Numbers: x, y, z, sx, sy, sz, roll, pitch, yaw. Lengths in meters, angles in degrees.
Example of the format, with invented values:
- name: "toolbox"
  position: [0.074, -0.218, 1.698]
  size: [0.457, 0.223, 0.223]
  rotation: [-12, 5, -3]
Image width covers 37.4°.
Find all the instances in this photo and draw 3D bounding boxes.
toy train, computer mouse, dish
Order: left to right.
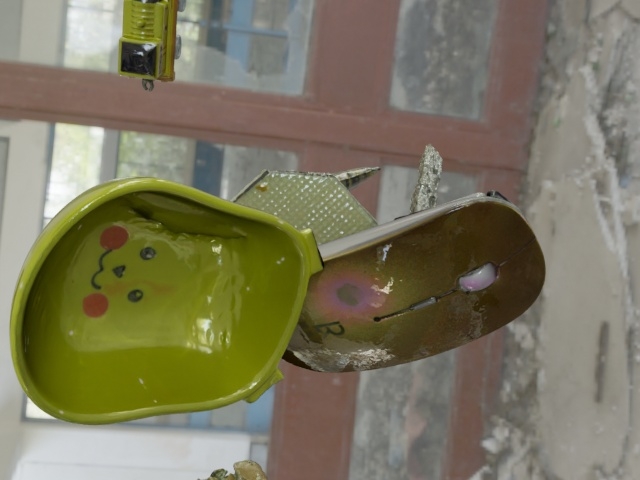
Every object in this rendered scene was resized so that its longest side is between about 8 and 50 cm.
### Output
- name: "toy train"
  position: [-0.266, -0.333, 1.464]
  size: [0.127, 0.089, 0.219]
  rotation: [-80, -1, -68]
- name: "dish"
  position: [-0.142, 0.038, 0.817]
  size: [0.108, 0.263, 0.221]
  rotation: [42, 118, 50]
- name: "computer mouse"
  position: [0.060, 0.050, 0.916]
  size: [0.158, 0.310, 0.071]
  rotation: [56, -153, -34]

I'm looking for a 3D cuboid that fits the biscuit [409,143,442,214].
- name: "biscuit"
  position: [0.160, -0.019, 1.560]
  size: [0.141, 0.038, 0.289]
  rotation: [100, -178, -65]

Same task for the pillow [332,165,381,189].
- name: "pillow"
  position: [0.000, -0.099, 1.872]
  size: [0.208, 0.212, 0.052]
  rotation: [177, 75, -81]

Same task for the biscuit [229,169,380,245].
- name: "biscuit"
  position: [0.000, 0.000, 1.294]
  size: [0.150, 0.252, 0.052]
  rotation: [-44, 13, 2]

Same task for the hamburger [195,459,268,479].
- name: "hamburger"
  position: [-0.178, 0.462, 1.420]
  size: [0.192, 0.288, 0.167]
  rotation: [50, 144, 36]
